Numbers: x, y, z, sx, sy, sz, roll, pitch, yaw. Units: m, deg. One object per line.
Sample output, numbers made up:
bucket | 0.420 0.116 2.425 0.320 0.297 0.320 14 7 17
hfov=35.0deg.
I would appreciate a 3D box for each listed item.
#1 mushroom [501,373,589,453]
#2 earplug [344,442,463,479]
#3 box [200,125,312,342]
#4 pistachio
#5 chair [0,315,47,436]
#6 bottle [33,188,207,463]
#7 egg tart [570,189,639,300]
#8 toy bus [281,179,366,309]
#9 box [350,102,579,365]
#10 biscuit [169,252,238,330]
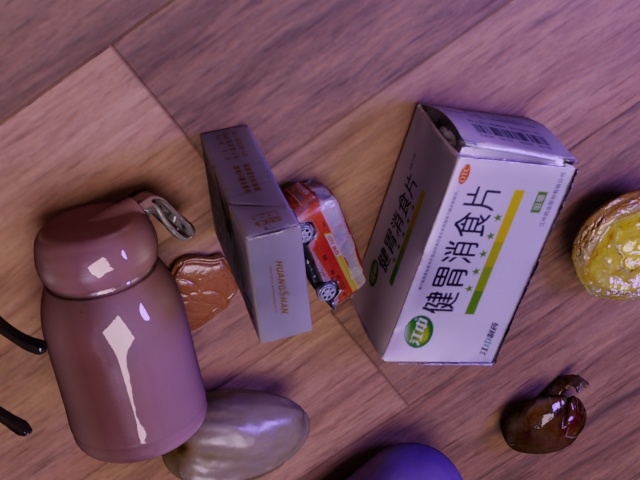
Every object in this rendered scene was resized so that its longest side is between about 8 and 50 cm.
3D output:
mushroom | 0.371 0.284 1.624 0.135 0.080 0.171 13 121 -38
earplug | 0.037 0.495 1.578 0.456 0.215 0.215 -45 126 7
box | -0.076 -0.012 1.161 0.067 0.233 0.149 -16 127 -10
pistachio | -0.118 0.273 1.408 0.206 0.131 0.129 0 165 -21
chair | -0.501 0.132 1.175 0.186 0.319 0.160 -36 150 -55
bottle | -0.232 0.096 1.223 0.206 0.173 0.297 -23 118 -26
egg tart | 0.440 -0.001 1.459 0.191 0.074 0.191 -9 125 -13
toy bus | 0.000 0.000 1.301 0.077 0.079 0.174 -29 127 -10
box | 0.178 -0.006 1.315 0.173 0.145 0.333 3 122 -24
biscuit | -0.165 0.069 1.319 0.130 0.019 0.102 -43 127 11
